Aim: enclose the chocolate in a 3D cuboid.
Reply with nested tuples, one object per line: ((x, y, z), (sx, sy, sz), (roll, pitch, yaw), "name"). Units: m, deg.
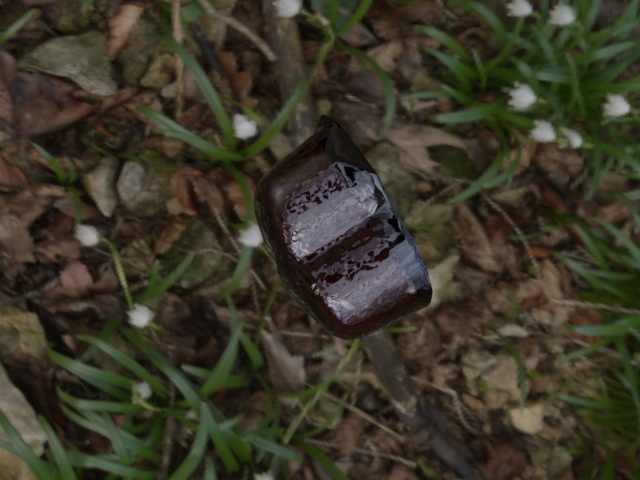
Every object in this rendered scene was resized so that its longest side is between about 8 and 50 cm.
((0.000, 0.000, 0.700), (0.080, 0.125, 0.148), (-29, 88, -16), "chocolate")
